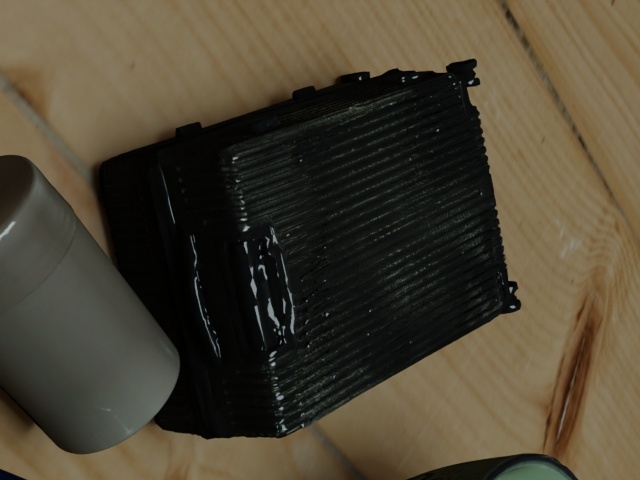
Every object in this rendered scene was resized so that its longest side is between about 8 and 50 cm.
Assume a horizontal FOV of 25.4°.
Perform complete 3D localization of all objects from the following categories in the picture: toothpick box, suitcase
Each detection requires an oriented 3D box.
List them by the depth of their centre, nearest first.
[{"bbox_3d":[-0.182,0.043,0.925,0.181,0.111,0.111,56,49,-35],"label":"toothpick box"},{"bbox_3d":[0.000,0.000,1.123,0.335,0.152,0.230,-24,106,-46],"label":"suitcase"}]

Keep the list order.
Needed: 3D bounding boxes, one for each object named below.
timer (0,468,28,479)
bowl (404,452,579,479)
[{"bbox_3d":[-0.294,0.180,0.715,0.383,0.270,0.270,39,59,-26],"label":"timer"},{"bbox_3d":[0.098,0.351,1.194,0.354,0.185,0.354,5,84,-53],"label":"bowl"}]
